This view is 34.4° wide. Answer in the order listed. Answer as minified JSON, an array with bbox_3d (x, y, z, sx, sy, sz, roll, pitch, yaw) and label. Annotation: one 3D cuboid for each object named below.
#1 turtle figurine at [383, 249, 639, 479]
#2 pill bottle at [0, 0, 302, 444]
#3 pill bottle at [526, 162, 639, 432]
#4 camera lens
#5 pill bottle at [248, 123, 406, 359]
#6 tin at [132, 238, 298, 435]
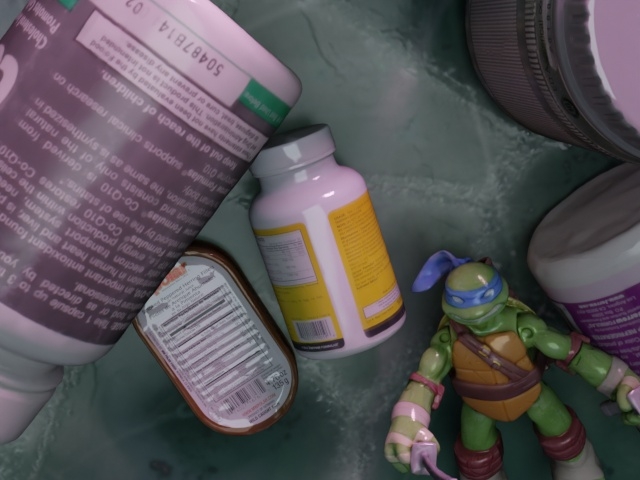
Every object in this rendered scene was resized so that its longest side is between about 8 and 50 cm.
[{"bbox_3d":[0.163,0.164,0.842,0.197,0.274,0.266,-38,135,-15],"label":"turtle figurine"},{"bbox_3d":[-0.196,-0.036,0.788,0.204,0.204,0.361,36,94,-13],"label":"pill bottle"},{"bbox_3d":[0.326,0.087,0.901,0.169,0.169,0.301,-37,104,1],"label":"pill bottle"},{"bbox_3d":[0.242,-0.172,0.783,0.219,0.274,0.220,-1,102,-7],"label":"camera lens"},{"bbox_3d":[0.000,0.000,0.873,0.103,0.103,0.184,-19,103,-4],"label":"pill bottle"},{"bbox_3d":[-0.093,0.087,0.914,0.106,0.040,0.190,-34,104,-4],"label":"tin"}]
